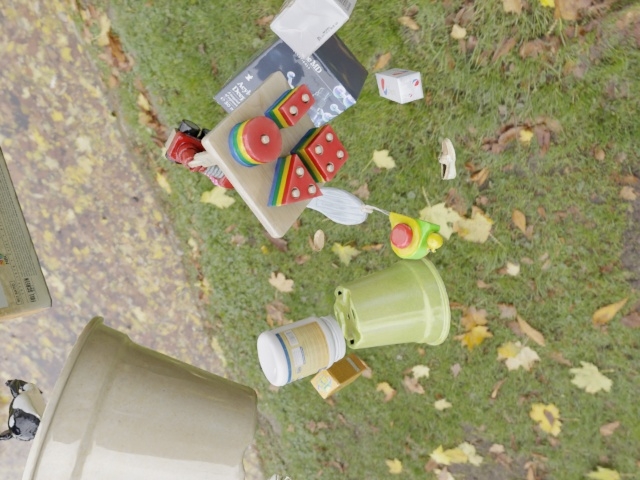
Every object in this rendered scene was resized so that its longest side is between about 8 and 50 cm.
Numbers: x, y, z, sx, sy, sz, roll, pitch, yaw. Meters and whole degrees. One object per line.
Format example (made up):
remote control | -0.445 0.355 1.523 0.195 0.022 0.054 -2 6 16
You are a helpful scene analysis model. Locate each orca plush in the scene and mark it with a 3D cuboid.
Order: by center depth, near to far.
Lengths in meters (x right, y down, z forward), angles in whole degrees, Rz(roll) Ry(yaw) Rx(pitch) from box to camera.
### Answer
orca plush | -0.660 0.376 1.125 0.287 0.102 0.151 19 141 48

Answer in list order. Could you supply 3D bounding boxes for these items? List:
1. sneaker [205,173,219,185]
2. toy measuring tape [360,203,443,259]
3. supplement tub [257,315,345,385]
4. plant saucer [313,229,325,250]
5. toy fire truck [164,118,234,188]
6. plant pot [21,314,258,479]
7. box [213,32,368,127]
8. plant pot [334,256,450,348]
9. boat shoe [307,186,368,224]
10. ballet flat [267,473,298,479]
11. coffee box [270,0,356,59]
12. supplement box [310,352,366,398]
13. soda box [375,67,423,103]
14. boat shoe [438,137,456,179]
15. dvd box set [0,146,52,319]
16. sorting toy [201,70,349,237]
sneaker | -0.378 -0.257 1.919 0.170 0.074 0.063 38 137 34
toy measuring tape | 0.214 -0.020 1.467 0.330 0.121 0.121 23 133 53
supplement tub | -0.050 0.284 1.366 0.144 0.199 0.144 35 131 52
plant saucer | 0.000 0.000 2.015 0.015 0.083 0.083 6 130 -28
toy fire truck | -0.286 -0.218 1.415 0.217 0.246 0.158 20 114 -36
plant pot | -0.281 0.328 0.880 0.305 0.334 0.334 17 125 -13
box | -0.095 -0.507 1.702 0.395 0.212 0.293 -28 118 37
plant pot | 0.184 0.192 1.474 0.253 0.276 0.276 -12 120 -18
boat shoe | 0.029 -0.138 1.726 0.302 0.094 0.109 22 115 23
ballet flat | -0.106 0.728 1.519 0.221 0.077 0.079 -5 75 33
coffee box | 0.011 -0.498 1.032 0.098 0.246 0.141 37 141 -24
supplement box | 0.063 0.439 1.701 0.080 0.233 0.078 48 109 16
soda box | 0.230 -0.460 1.537 0.069 0.216 0.074 -17 113 -4
boat shoe | 0.397 -0.254 1.638 0.045 0.050 0.135 -17 114 -6
dvd box set | -0.517 -0.026 0.560 0.062 0.420 0.308 -21 88 17
sorting toy | -0.070 -0.184 1.080 0.089 0.255 0.257 -3 132 46
